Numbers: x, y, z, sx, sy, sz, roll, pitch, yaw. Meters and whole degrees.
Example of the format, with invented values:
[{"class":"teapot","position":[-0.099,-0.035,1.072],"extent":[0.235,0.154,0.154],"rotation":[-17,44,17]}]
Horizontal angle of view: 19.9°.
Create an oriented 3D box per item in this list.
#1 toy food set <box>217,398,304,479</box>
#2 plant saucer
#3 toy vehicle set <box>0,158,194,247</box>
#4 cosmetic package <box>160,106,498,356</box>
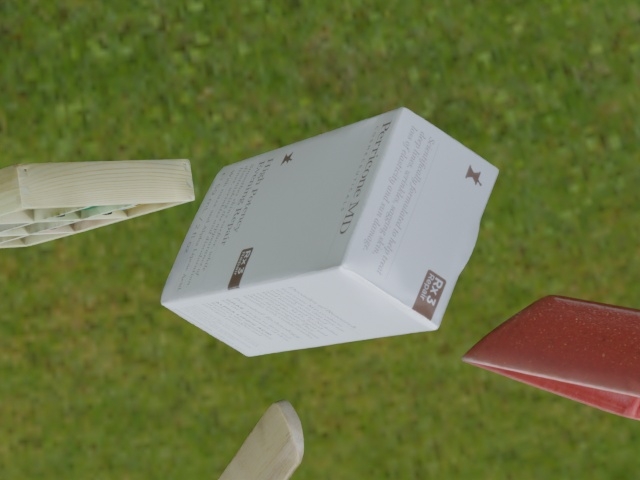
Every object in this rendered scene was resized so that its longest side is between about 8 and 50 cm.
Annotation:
[{"class":"toy food set","position":[0.022,0.161,0.706],"extent":[0.038,0.192,0.132],"rotation":[-18,160,-30]},{"class":"plant saucer","position":[0.241,0.083,0.956],"extent":[0.258,0.048,0.259],"rotation":[10,173,30]},{"class":"toy vehicle set","position":[-0.249,-0.027,1.526],"extent":[0.166,0.035,0.267],"rotation":[-4,174,-40]},{"class":"cosmetic package","position":[0.000,0.000,1.163],"extent":[0.085,0.117,0.231],"rotation":[32,156,-23]}]
